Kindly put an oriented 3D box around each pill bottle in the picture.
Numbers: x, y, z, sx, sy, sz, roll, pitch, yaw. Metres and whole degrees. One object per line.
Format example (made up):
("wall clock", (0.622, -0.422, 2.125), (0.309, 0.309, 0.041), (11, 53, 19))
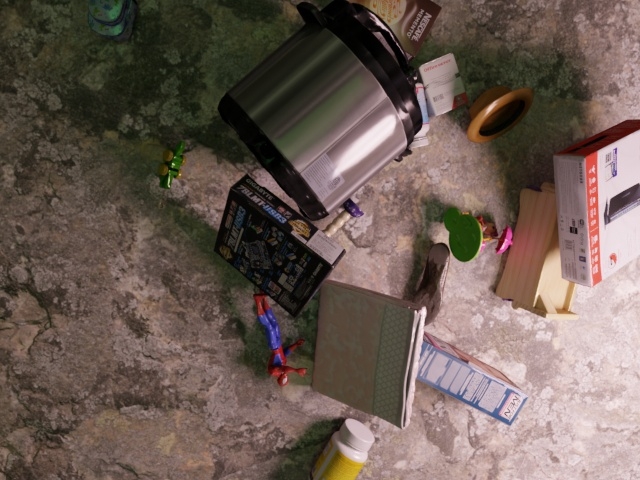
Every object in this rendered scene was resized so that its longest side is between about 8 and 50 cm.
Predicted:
("pill bottle", (0.240, -0.327, 1.218), (0.087, 0.087, 0.160), (-13, 99, -2))
("pill bottle", (0.063, 0.637, 1.340), (0.119, 0.119, 0.209), (29, 96, -8))

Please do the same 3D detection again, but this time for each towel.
("towel", (0.113, 0.296, 1.235), (0.316, 0.053, 0.333), (12, 100, 37))

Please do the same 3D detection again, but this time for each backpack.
("backpack", (-0.518, -0.560, 1.134), (0.104, 0.084, 0.115), (14, 100, -4))

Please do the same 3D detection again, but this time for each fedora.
("fedora", (0.461, -0.346, 1.217), (0.194, 0.194, 0.079), (-27, 63, 1))

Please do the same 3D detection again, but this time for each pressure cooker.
("pressure cooker", (0.031, -0.296, 1.059), (0.420, 0.370, 0.376), (-41, 82, 1))

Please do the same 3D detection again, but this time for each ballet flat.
("ballet flat", (0.317, 0.125, 1.313), (0.084, 0.058, 0.250), (14, 101, 20))

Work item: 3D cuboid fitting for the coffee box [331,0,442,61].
("coffee box", (0.160, -0.581, 1.168), (0.246, 0.098, 0.141), (28, 96, -7))

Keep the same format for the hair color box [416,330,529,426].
("hair color box", (0.379, 0.367, 1.292), (0.347, 0.174, 0.105), (29, 95, -8))

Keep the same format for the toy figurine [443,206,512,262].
("toy figurine", (0.448, -0.020, 1.275), (0.159, 0.173, 0.130), (1, 133, -23))

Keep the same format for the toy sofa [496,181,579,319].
("toy sofa", (0.644, 0.029, 1.287), (0.150, 0.177, 0.363), (6, 99, -29))

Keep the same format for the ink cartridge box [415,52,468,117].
("ink cartridge box", (0.320, -0.411, 1.226), (0.099, 0.056, 0.136), (-22, 100, -1))

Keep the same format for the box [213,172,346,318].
("box", (-0.117, 0.026, 1.135), (0.293, 0.296, 0.073), (39, 53, 6))

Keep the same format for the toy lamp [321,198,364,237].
("toy lamp", (0.000, 0.000, 1.259), (0.274, 0.080, 0.080), (-44, 99, 4))

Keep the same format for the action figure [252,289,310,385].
("action figure", (-0.096, 0.274, 1.281), (0.138, 0.091, 0.281), (-5, 100, 15))

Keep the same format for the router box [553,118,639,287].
("router box", (0.721, -0.099, 1.147), (0.300, 0.082, 0.336), (-25, 113, -22))

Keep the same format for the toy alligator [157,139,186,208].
("toy alligator", (-0.406, -0.179, 1.220), (0.051, 0.056, 0.190), (28, 100, 35))
